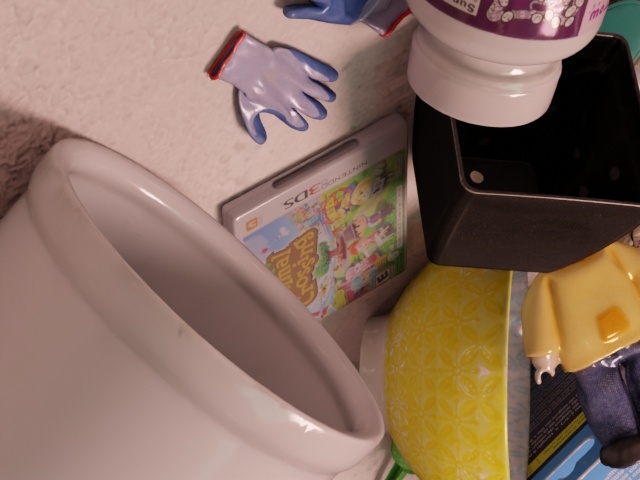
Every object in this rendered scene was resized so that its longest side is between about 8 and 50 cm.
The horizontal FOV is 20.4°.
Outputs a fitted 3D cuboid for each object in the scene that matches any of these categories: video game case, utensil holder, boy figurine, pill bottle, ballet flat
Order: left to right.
[{"bbox_3d":[-0.198,0.171,1.362,0.385,0.327,0.327,-48,147,11],"label":"utensil holder"},{"bbox_3d":[0.000,0.000,1.652,0.193,0.023,0.212,-29,145,-21],"label":"video game case"},{"bbox_3d":[0.158,-0.245,1.396,0.169,0.169,0.302,-19,137,-34],"label":"pill bottle"},{"bbox_3d":[0.244,-0.159,1.688,0.213,0.072,0.068,-53,-177,30],"label":"ballet flat"},{"bbox_3d":[0.277,0.069,1.730,0.177,0.285,0.092,-20,-178,-3],"label":"boy figurine"}]

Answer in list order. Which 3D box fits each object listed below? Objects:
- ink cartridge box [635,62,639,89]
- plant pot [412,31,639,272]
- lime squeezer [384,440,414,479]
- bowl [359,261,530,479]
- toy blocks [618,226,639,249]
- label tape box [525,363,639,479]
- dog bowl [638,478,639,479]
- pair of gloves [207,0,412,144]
[{"bbox_3d":[0.321,-0.116,1.851,0.145,0.045,0.179,16,113,-53],"label":"ink cartridge box"},{"bbox_3d":[0.172,-0.070,1.589,0.187,0.188,0.167,4,148,-17],"label":"plant pot"},{"bbox_3d":[0.083,0.228,1.973,0.110,0.059,0.310,-31,146,-19],"label":"lime squeezer"},{"bbox_3d":[0.125,0.134,1.788,0.156,0.290,0.289,-1,146,11],"label":"bowl"},{"bbox_3d":[0.456,0.038,1.879,0.289,0.260,0.309,-59,160,7],"label":"toy blocks"},{"bbox_3d":[0.273,0.241,1.960,0.249,0.115,0.348,-46,-168,4],"label":"label tape box"},{"bbox_3d":[0.405,0.304,2.324,0.408,0.150,0.408,-28,144,-23],"label":"dog bowl"},{"bbox_3d":[-0.006,-0.163,1.461,0.198,0.023,0.159,-51,147,11],"label":"pair of gloves"}]
